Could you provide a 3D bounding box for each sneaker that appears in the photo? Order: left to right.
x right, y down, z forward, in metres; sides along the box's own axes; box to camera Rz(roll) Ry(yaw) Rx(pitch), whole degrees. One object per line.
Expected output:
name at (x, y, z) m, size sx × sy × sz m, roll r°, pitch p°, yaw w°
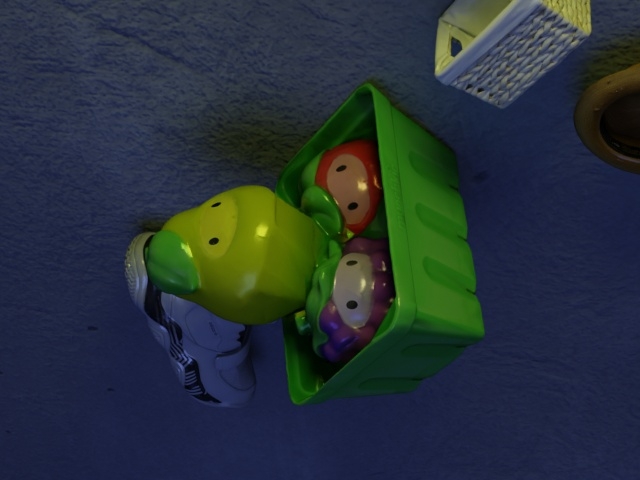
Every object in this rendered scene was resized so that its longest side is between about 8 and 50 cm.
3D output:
sneaker at (-0.130, 0.124, 1.915) m, size 0.210 × 0.137 × 0.366 m, roll -8°, pitch 132°, yaw 24°

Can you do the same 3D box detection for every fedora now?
fedora at (0.405, -0.161, 1.529) m, size 0.194 × 0.079 × 0.194 m, roll 11°, pitch 142°, yaw 8°

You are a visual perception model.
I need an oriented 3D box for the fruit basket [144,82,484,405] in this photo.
fruit basket at (-0.014, 0.006, 1.587) m, size 0.392 × 0.392 × 0.283 m, roll 28°, pitch 136°, yaw -19°

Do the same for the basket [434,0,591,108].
basket at (0.220, -0.244, 1.449) m, size 0.103 × 0.113 × 0.167 m, roll 27°, pitch 137°, yaw -21°
